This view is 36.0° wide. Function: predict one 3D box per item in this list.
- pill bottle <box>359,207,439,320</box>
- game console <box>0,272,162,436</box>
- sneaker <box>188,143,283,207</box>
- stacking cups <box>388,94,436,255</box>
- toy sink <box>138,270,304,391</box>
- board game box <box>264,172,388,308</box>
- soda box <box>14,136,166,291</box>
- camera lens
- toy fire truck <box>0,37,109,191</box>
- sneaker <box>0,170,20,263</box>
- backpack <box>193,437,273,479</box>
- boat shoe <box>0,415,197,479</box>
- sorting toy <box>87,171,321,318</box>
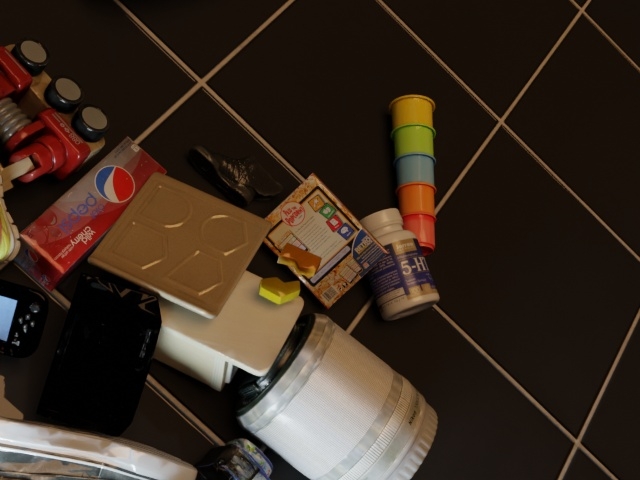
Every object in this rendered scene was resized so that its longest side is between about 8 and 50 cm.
[{"bbox_3d":[0.135,0.042,1.802,0.112,0.112,0.186,-11,74,-34],"label":"pill bottle"},{"bbox_3d":[-0.420,0.135,1.415,0.361,0.044,0.213,17,88,-5],"label":"game console"},{"bbox_3d":[-0.150,-0.124,1.752,0.170,0.051,0.089,45,53,-11],"label":"sneaker"},{"bbox_3d":[0.178,-0.126,1.924,0.096,0.096,0.316,14,65,-25],"label":"stacking cups"},{"bbox_3d":[-0.164,0.130,1.539,0.234,0.131,0.152,24,55,6],"label":"toy sink"},{"bbox_3d":[0.000,0.000,1.731,0.147,0.045,0.193,-42,94,6],"label":"board game box"},{"bbox_3d":[-0.365,-0.045,1.566,0.092,0.083,0.263,43,54,-5],"label":"soda box"},{"bbox_3d":[0.019,0.267,1.562,0.274,0.219,0.219,39,54,-9],"label":"camera lens"},{"bbox_3d":[-0.488,-0.163,1.515,0.217,0.158,0.246,48,38,-3],"label":"toy fire truck"},{"bbox_3d":[-0.500,-0.061,1.407,0.208,0.081,0.094,64,11,-3],"label":"sneaker"},{"bbox_3d":[-0.121,0.362,1.508,0.114,0.105,0.084,51,54,-7],"label":"backpack"},{"bbox_3d":[-0.344,0.332,1.401,0.335,0.121,0.119,18,80,-22],"label":"boat shoe"},{"bbox_3d":[-0.168,0.026,1.509,0.307,0.041,0.229,24,47,6],"label":"sorting toy"}]
